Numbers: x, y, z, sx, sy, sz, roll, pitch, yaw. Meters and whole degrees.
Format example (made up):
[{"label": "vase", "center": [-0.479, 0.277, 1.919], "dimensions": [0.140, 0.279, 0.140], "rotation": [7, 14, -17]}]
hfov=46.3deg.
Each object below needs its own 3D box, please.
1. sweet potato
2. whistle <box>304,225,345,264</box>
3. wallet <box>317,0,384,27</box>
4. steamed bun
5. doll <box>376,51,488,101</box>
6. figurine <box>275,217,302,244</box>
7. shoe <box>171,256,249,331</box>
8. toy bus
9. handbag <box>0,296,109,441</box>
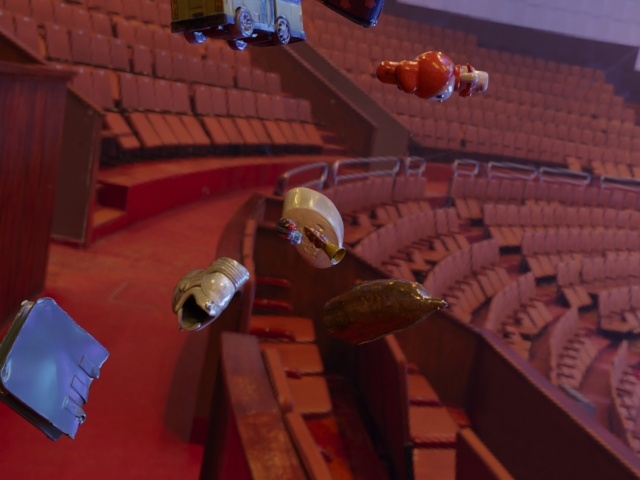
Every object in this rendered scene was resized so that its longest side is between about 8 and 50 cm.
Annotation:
[{"label": "sweet potato", "center": [0.158, 0.169, 1.916], "dimensions": [0.157, 0.158, 0.369], "rotation": [1, -17, -41]}, {"label": "whistle", "center": [-0.002, 0.005, 1.660], "dimensions": [0.109, 0.046, 0.057], "rotation": [38, 23, 22]}, {"label": "wallet", "center": [0.065, -0.480, 1.299], "dimensions": [0.141, 0.202, 0.059], "rotation": [31, 55, 4]}, {"label": "steamed bun", "center": [-0.012, -0.054, 2.414], "dimensions": [0.154, 0.250, 0.200], "rotation": [-25, 24, 20]}, {"label": "doll", "center": [0.295, -0.437, 1.998], "dimensions": [0.290, 0.130, 0.161], "rotation": [4, 9, -6]}, {"label": "figurine", "center": [-0.076, -0.020, 1.891], "dimensions": [0.060, 0.047, 0.106], "rotation": [21, -16, 24]}, {"label": "shoe", "center": [-0.366, 0.182, 2.174], "dimensions": [0.342, 0.132, 0.210], "rotation": [-29, 20, 45]}, {"label": "toy bus", "center": [-0.155, -0.467, 1.455], "dimensions": [0.138, 0.175, 0.287], "rotation": [0, 7, 31]}, {"label": "handbag", "center": [-0.612, 0.289, 1.699], "dimensions": [0.079, 0.260, 0.247], "rotation": [-15, 39, 27]}]
